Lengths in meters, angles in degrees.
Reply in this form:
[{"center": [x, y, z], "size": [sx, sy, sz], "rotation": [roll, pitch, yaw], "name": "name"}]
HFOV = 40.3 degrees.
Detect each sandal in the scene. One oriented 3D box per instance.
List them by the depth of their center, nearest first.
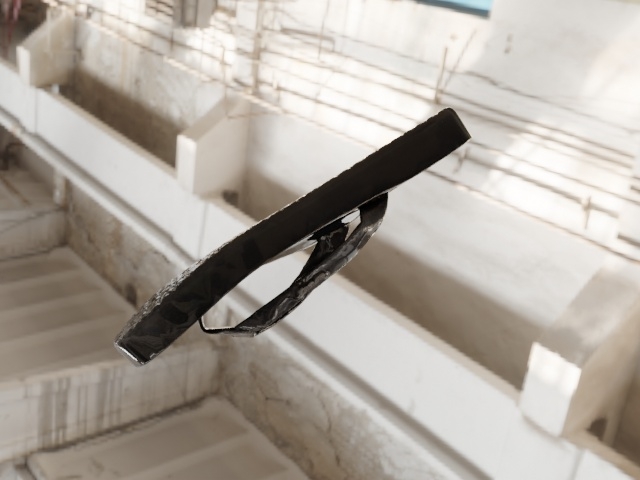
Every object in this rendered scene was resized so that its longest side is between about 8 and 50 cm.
[{"center": [0.001, 0.000, 0.497], "size": [0.255, 0.054, 0.097], "rotation": [-33, -178, -26], "name": "sandal"}]
